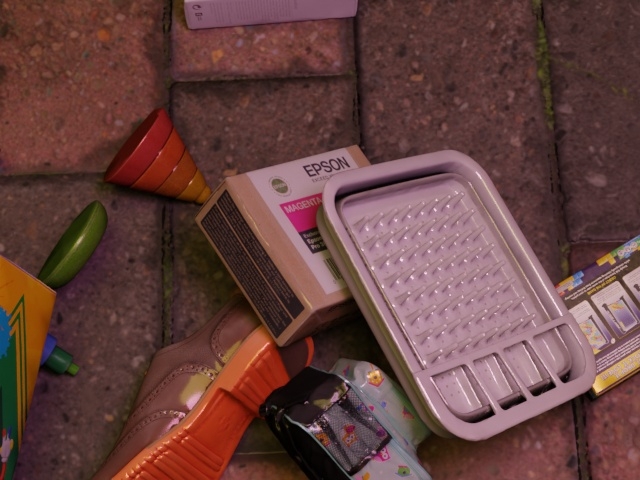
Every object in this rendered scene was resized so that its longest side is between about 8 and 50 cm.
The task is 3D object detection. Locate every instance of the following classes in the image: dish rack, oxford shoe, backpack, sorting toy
[{"bbox_3d":[0.146,0.063,1.434,0.285,0.072,0.333,-15,71,-42],"label":"dish rack"},{"bbox_3d":[-0.172,0.215,1.482,0.363,0.130,0.132,-44,50,-12],"label":"oxford shoe"},{"bbox_3d":[0.043,0.229,1.425,0.144,0.166,0.188,-35,98,-18],"label":"backpack"},{"bbox_3d":[-0.255,0.014,1.564,0.126,0.127,0.366,36,76,-18],"label":"sorting toy"}]

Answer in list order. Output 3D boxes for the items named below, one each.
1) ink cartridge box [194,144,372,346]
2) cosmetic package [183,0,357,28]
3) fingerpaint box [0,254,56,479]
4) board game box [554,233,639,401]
[{"bbox_3d":[0.000,0.000,1.490,0.234,0.088,0.193,-19,68,-44],"label":"ink cartridge box"},{"bbox_3d":[-0.068,-0.358,1.681,0.231,0.085,0.117,-3,71,-1],"label":"cosmetic package"},{"bbox_3d":[-0.562,0.193,1.416,0.444,0.163,0.371,3,70,18],"label":"fingerpaint box"},{"bbox_3d":[0.363,0.092,1.530,0.170,0.048,0.141,-30,74,-8],"label":"board game box"}]
